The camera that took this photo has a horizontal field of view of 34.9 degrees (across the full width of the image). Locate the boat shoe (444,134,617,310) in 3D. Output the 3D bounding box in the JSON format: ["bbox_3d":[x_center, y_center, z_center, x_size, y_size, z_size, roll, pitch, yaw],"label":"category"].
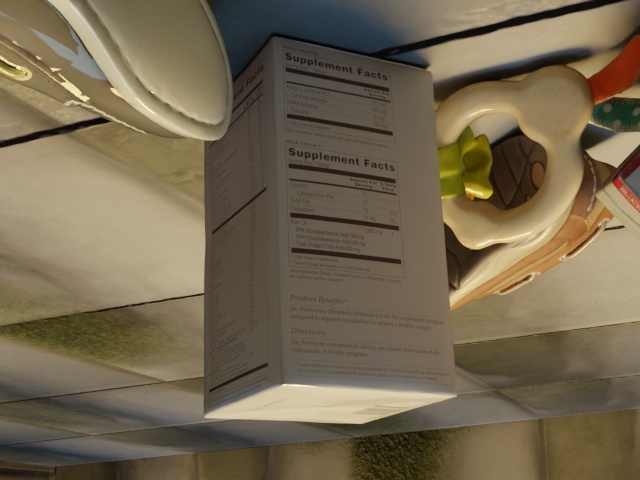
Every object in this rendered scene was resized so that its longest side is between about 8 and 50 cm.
[{"bbox_3d":[0.168,0.003,0.979,0.116,0.123,0.324,3,163,-24],"label":"boat shoe"}]

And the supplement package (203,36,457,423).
[{"bbox_3d":[0.000,0.000,0.737,0.134,0.244,0.139,8,160,-27],"label":"supplement package"}]

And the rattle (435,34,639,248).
[{"bbox_3d":[0.179,-0.084,0.799,0.200,0.130,0.143,-41,158,21],"label":"rattle"}]

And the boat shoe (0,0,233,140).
[{"bbox_3d":[-0.152,-0.136,0.532,0.091,0.109,0.305,-11,154,25],"label":"boat shoe"}]

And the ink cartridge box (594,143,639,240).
[{"bbox_3d":[0.287,-0.039,0.714,0.128,0.127,0.176,-46,172,6],"label":"ink cartridge box"}]
